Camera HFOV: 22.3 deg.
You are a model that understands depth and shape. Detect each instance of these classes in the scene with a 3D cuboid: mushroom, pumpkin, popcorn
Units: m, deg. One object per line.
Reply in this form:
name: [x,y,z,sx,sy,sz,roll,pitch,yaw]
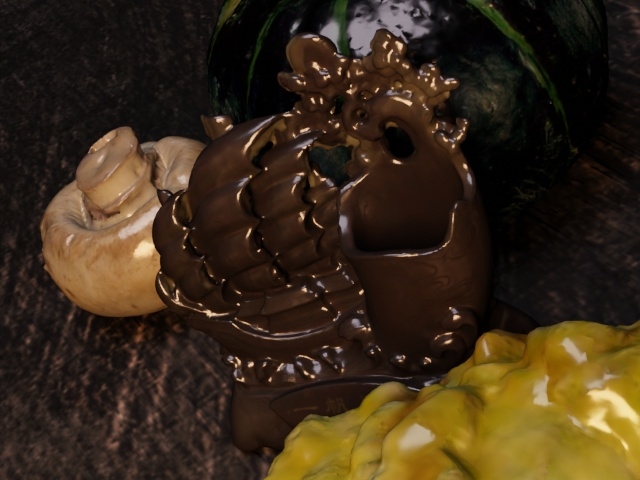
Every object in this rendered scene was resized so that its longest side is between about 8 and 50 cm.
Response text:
mushroom: [-0.147,-0.017,1.280,0.166,0.127,0.166,-27,29,16]
pumpkin: [0.056,-0.137,1.185,0.315,0.238,0.315,-16,34,11]
popcorn: [0.071,0.149,0.832,0.286,0.174,0.225,-41,26,-19]

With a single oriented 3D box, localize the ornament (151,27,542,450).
ornament: [0.000,0.000,1.018,0.251,0.260,0.106,-11,30,30]
